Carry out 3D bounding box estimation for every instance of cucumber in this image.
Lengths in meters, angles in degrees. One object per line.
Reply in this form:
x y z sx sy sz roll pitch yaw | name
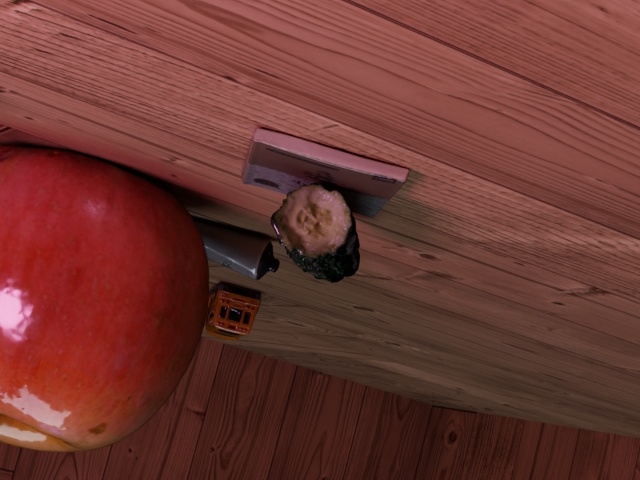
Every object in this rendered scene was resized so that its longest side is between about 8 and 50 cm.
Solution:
-0.001 -0.001 1.300 0.077 0.077 0.265 14 172 4 | cucumber

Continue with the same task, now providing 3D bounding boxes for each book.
-0.002 -0.059 1.232 0.139 0.016 0.198 15 171 -4 | book

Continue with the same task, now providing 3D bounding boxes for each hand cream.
-0.140 0.002 1.739 0.186 0.054 0.087 20 168 12 | hand cream

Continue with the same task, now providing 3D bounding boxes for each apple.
-0.310 0.071 1.541 0.364 0.363 0.364 14 171 2 | apple

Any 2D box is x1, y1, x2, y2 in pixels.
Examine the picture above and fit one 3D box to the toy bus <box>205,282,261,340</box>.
-0.165 0.133 2.444 0.083 0.088 0.194 15 171 -8 | toy bus
